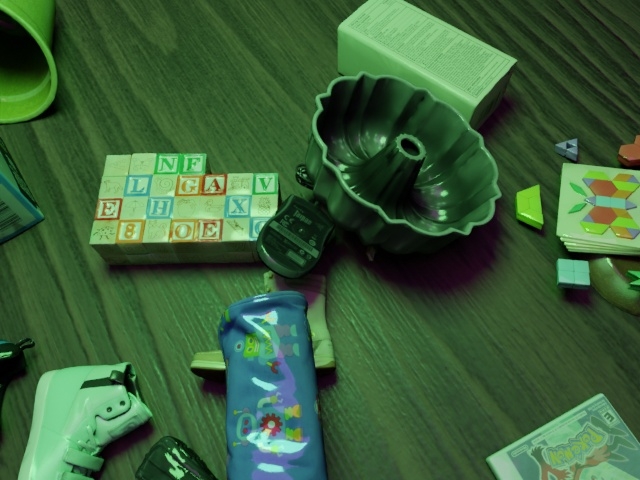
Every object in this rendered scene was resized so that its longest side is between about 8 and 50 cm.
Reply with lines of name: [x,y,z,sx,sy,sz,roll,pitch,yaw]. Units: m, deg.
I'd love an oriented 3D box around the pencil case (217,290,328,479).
pencil case: [-0.064,0.218,0.654,0.133,0.119,0.306,-6,67,-1]

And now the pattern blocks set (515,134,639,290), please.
pattern blocks set: [0.478,-0.057,0.876,0.285,0.026,0.325,-3,54,9]

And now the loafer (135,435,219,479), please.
loafer: [-0.154,0.355,0.688,0.223,0.076,0.078,34,73,22]

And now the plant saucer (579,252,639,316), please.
plant saucer: [0.535,0.029,0.858,0.198,0.036,0.199,0,62,1]

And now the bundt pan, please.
bundt pan: [0.120,-0.113,0.853,0.330,0.124,0.331,12,54,-17]

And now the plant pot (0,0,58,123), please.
plant pot: [-0.636,-0.415,1.014,0.275,0.276,0.254,-7,51,-2]

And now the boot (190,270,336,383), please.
boot: [-0.088,0.129,0.800,0.213,0.077,0.165,-2,63,-5]

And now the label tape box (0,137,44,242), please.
label tape box: [-0.636,-0.191,0.881,0.115,0.249,0.348,-31,66,-14]

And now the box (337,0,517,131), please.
box: [0.193,-0.336,1.007,0.311,0.121,0.148,38,70,19]

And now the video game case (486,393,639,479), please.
video game case: [0.361,0.337,0.709,0.201,0.023,0.184,-24,65,-11]

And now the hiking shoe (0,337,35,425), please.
hiking shoe: [-0.524,0.267,0.718,0.131,0.113,0.304,7,63,6]

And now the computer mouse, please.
computer mouse: [0.000,0.000,0.825,0.184,0.060,0.262,32,39,-8]

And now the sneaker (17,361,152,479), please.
sneaker: [-0.310,0.287,0.709,0.151,0.094,0.256,-13,60,2]

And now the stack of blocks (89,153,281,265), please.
stack of blocks: [-0.216,-0.054,0.890,0.296,0.087,0.171,-1,64,1]
